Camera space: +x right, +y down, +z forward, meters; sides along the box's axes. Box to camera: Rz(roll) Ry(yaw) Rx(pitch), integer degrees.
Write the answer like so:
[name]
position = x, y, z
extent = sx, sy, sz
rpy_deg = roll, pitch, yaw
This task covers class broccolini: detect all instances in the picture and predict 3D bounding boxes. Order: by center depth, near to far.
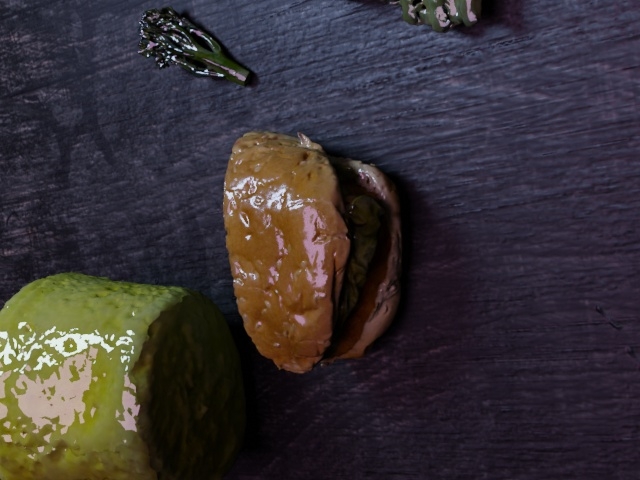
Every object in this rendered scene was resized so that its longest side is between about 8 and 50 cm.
[broccolini]
position = -0.186, -0.275, 1.698
extent = 0.202, 0.068, 0.091
rpy_deg = 26, 95, 33

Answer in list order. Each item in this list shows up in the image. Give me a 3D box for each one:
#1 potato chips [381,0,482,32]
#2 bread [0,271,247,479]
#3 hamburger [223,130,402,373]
[potato chips]
position = 0.113, -0.443, 1.344
extent = 0.373, 0.097, 0.389
rpy_deg = -32, 102, 41
[bread]
position = -0.289, 0.213, 1.708
extent = 0.307, 0.348, 0.348
rpy_deg = -6, 95, 34
[hamburger]
position = 0.003, -0.001, 1.529
extent = 0.209, 0.162, 0.330
rpy_deg = -15, 84, 42
